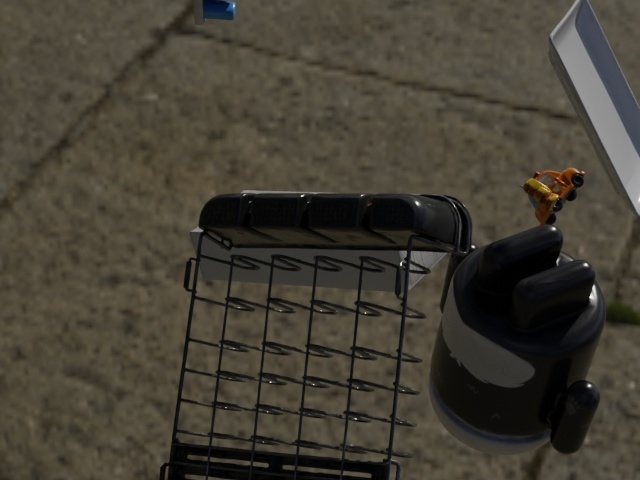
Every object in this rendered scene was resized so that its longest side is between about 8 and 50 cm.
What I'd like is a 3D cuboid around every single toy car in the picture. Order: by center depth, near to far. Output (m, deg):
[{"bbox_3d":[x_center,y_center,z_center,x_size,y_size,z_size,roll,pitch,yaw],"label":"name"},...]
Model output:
[{"bbox_3d":[0.197,-0.051,1.391,0.040,0.122,0.060,39,87,12],"label":"toy car"}]

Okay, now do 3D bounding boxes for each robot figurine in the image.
[{"bbox_3d":[0.214,0.111,1.773,0.173,0.278,0.209,10,45,1],"label":"robot figurine"}]

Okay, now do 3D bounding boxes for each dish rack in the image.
[{"bbox_3d":[-0.011,0.092,1.158,0.208,0.271,0.074,1,-11,33],"label":"dish rack"}]

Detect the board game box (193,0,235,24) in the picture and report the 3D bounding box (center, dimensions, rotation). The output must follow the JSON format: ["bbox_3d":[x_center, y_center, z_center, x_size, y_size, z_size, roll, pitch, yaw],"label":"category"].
[{"bbox_3d":[-0.104,-0.511,1.883,0.050,0.390,0.390,6,64,0],"label":"board game box"}]

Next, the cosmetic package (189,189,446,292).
[{"bbox_3d":[0.000,0.000,1.568,0.239,0.060,0.099,3,26,35],"label":"cosmetic package"}]

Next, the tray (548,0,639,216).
[{"bbox_3d":[0.366,-0.173,2.110,0.030,0.270,0.145,-16,22,37],"label":"tray"}]
